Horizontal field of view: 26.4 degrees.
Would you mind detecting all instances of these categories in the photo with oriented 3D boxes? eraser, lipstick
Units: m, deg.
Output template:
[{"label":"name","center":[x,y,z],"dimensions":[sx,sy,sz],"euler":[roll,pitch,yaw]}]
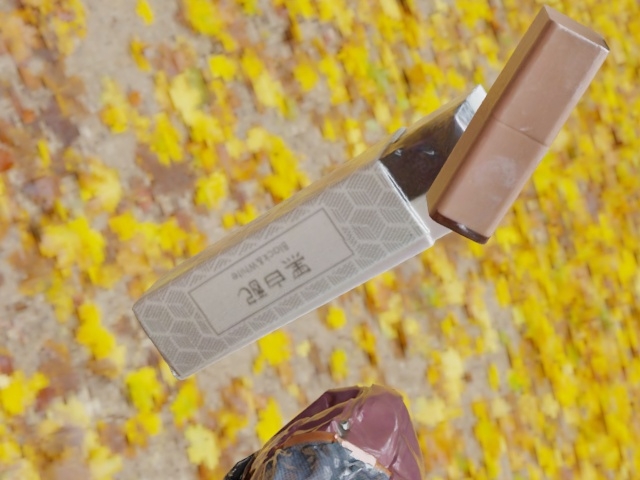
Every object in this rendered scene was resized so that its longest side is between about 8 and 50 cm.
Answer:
[{"label":"eraser","center":[0.000,0.000,1.274],"dimensions":[0.096,0.404,0.098],"euler":[54,31,-8]},{"label":"lipstick","center":[0.120,-0.070,0.844],"dimensions":[0.045,0.145,0.045],"euler":[27,23,-9]}]

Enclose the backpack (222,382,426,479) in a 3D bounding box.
[{"label":"backpack","center":[-0.002,0.266,1.227],"dimensions":[0.317,0.197,0.283],"euler":[-74,176,-61]}]
